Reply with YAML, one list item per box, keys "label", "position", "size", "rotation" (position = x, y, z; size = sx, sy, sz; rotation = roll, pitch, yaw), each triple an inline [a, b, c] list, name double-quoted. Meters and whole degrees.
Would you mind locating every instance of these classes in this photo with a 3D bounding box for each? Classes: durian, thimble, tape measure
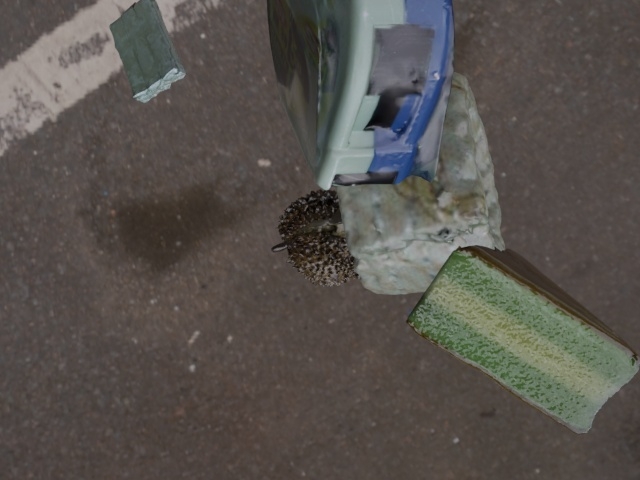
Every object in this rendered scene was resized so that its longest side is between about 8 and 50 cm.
- label: "durian"
  position: [0.000, 0.000, 1.690]
  size: [0.196, 0.196, 0.167]
  rotation: [-21, 155, -8]
- label: "thimble"
  position: [0.133, -0.065, 1.191]
  size: [0.195, 0.292, 0.291]
  rotation: [-11, 135, 18]
- label: "tape measure"
  position: [0.033, -0.218, 0.939]
  size: [0.138, 0.259, 0.262]
  rotation: [-11, 141, -16]

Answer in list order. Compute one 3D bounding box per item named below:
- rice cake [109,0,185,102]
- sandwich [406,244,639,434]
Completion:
- label: "rice cake"
  position: [-0.339, -0.374, 1.705]
  size: [0.124, 0.211, 0.038]
  rotation: [-30, 153, 22]
- label: "sandwich"
  position: [0.128, 0.065, 0.562]
  size: [0.074, 0.116, 0.074]
  rotation: [9, 118, -49]
